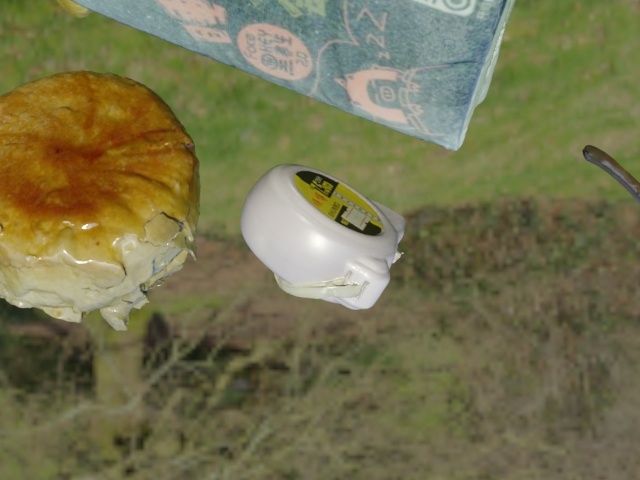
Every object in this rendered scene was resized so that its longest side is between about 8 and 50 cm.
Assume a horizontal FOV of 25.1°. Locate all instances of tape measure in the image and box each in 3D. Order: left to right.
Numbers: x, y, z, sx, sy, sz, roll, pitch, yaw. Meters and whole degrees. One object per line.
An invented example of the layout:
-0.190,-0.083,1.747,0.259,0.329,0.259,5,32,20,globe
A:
-0.002,-0.003,1.559,0.178,0.105,0.196,34,-158,2,tape measure

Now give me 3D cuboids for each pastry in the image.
-0.287,-0.060,1.635,0.330,0.329,0.136,0,144,-3,pastry

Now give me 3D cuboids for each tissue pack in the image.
-0.021,-0.203,0.924,0.316,0.103,0.228,22,144,6,tissue pack

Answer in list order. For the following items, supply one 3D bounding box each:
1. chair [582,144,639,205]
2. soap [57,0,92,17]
0.420,-0.035,1.288,0.319,0.160,0.186,40,169,-11,chair
-0.280,-0.426,1.638,0.115,0.306,0.427,-7,174,-9,soap
